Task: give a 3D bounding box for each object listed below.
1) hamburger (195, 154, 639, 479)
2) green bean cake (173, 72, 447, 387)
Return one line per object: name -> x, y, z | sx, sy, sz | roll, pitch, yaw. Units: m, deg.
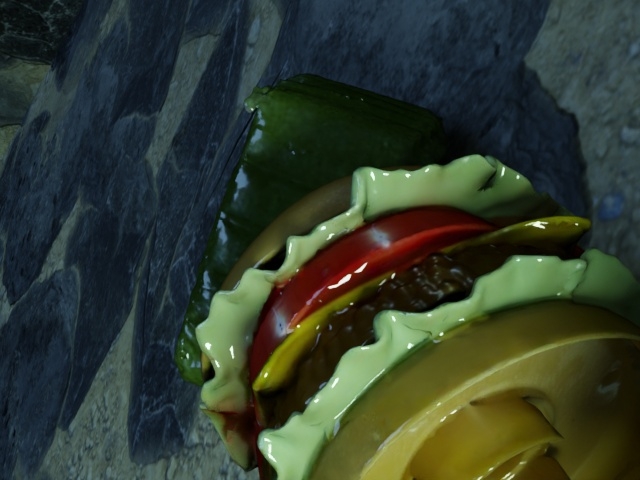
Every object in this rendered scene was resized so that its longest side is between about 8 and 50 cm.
hamburger -> 0.059, 0.078, 0.606 | 0.274, 0.274, 0.212 | -61, 41, 22
green bean cake -> 0.000, 0.000, 0.830 | 0.247, 0.156, 0.250 | -53, -18, -76
